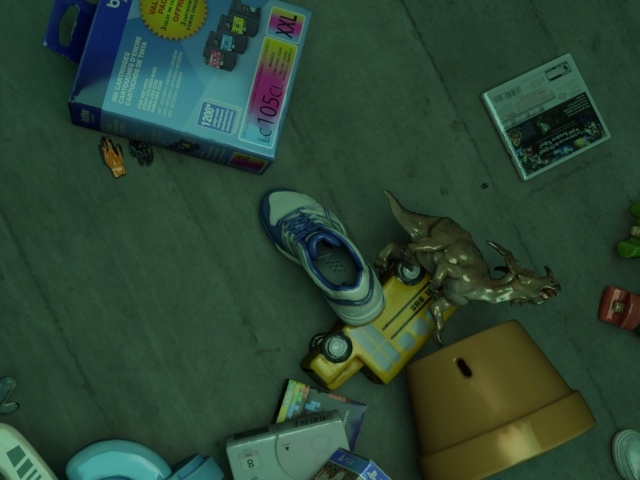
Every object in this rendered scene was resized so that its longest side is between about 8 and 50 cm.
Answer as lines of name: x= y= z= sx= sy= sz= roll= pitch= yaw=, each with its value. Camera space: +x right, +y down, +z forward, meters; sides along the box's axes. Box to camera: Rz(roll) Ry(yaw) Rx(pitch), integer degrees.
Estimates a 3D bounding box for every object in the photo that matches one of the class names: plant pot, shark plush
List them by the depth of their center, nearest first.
shark plush: x=-0.545 y=0.258 z=1.669 sx=0.161 sy=0.067 sz=0.073 roll=-24 pitch=90 yaw=-13
plant pot: x=0.266 y=0.256 z=1.728 sx=0.290 sy=0.291 sz=0.204 roll=-20 pitch=80 yaw=-13

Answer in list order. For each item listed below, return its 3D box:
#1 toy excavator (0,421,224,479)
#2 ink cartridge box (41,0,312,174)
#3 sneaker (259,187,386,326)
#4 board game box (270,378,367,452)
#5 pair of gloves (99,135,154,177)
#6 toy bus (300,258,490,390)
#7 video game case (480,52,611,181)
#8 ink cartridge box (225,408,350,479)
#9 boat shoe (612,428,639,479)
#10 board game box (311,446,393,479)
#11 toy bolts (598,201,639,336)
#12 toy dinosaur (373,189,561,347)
toy excavator: x=-0.385 y=0.382 z=1.619 sx=0.432 sy=0.222 sz=0.445 roll=-32 pitch=87 yaw=-14
ink cartridge box: x=-0.240 y=-0.289 z=1.745 sx=0.395 sy=0.151 sz=0.270 roll=15 pitch=79 yaw=-8
sneaker: x=0.000 y=0.000 z=1.723 sx=0.112 sy=0.131 sz=0.296 roll=-39 pitch=61 yaw=-8
board game box: x=-0.016 y=0.330 z=1.778 sx=0.141 sy=0.048 sz=0.170 roll=18 pitch=81 yaw=-8
pair of gloves: x=-0.321 y=-0.148 z=1.786 sx=0.083 sy=0.010 sz=0.074 roll=-23 pitch=88 yaw=-15
toy bus: x=0.121 y=0.125 z=1.796 sx=0.130 sy=0.108 sz=0.333 roll=46 pitch=77 yaw=-5
video game case: x=0.404 y=-0.221 z=1.932 sx=0.190 sy=0.022 sz=0.173 roll=-26 pitch=89 yaw=-13
ink cartridge box: x=-0.033 y=0.399 z=1.715 sx=0.189 sy=0.066 sz=0.233 roll=-14 pitch=100 yaw=-1
boat shoe: x=0.589 y=0.430 z=1.870 sx=0.079 sy=0.081 sz=0.228 roll=-30 pitch=91 yaw=-13
board game box: x=0.036 y=0.498 z=1.594 sx=0.232 sy=0.141 sz=0.291 roll=45 pitch=75 yaw=-11
toy bolts: x=0.611 y=0.073 z=1.864 sx=0.158 sy=0.218 sz=0.229 roll=15 pitch=100 yaw=-15
toy dinosaur: x=0.218 y=0.027 z=1.715 sx=0.200 sy=0.127 sz=0.296 roll=-34 pitch=77 yaw=-23
